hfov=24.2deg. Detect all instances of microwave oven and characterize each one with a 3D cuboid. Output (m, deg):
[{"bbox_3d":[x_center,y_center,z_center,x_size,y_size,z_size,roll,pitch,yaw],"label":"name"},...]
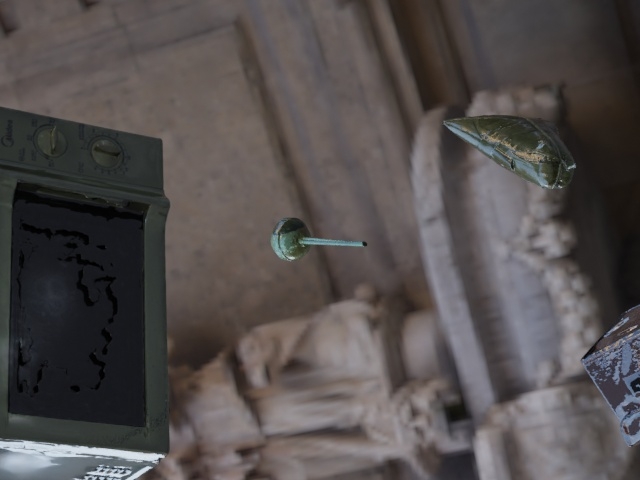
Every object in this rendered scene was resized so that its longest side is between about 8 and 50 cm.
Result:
[{"bbox_3d":[-0.286,0.084,1.569,0.218,0.286,0.355,9,-118,-27],"label":"microwave oven"}]

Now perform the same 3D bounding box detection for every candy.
[{"bbox_3d":[0.000,0.000,2.045,0.061,0.202,0.061,-1,-88,-35],"label":"candy"}]

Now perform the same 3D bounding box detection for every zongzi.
[{"bbox_3d":[0.200,-0.090,1.576,0.154,0.130,0.062,-98,21,-66],"label":"zongzi"}]

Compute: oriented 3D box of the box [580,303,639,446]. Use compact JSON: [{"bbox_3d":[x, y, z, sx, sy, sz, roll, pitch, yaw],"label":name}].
[{"bbox_3d":[0.516,0.142,2.054,0.153,0.252,0.188,56,-140,1],"label":"box"}]
